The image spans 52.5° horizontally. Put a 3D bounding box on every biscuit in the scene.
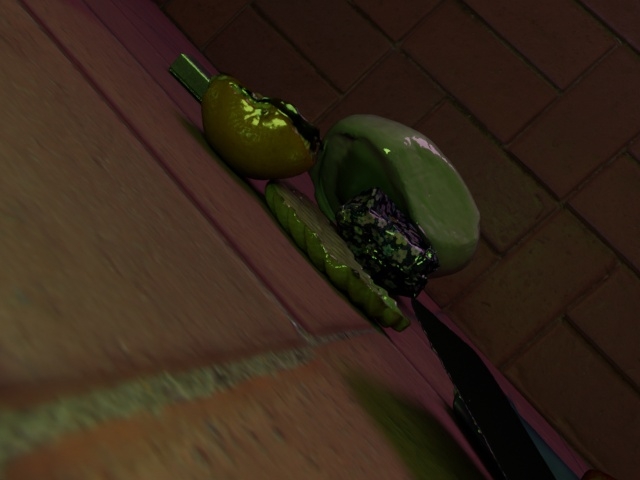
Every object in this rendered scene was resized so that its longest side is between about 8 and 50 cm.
[{"bbox_3d":[0.000,0.000,0.830,0.187,0.036,0.273,42,8,-41],"label":"biscuit"}]

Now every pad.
[{"bbox_3d":[0.142,0.216,0.431,0.315,0.063,0.375,41,18,-54],"label":"pad"}]

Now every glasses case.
[{"bbox_3d":[-0.181,-0.246,1.169,0.205,0.047,0.071,46,10,-9],"label":"glasses case"}]

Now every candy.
[{"bbox_3d":[0.150,-0.081,1.359,0.386,0.186,0.427,48,-23,0],"label":"candy"}]

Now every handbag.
[{"bbox_3d":[0.115,0.009,1.156,0.208,0.127,0.228,52,-2,0],"label":"handbag"}]

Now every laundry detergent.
[{"bbox_3d":[0.200,0.214,0.684,0.096,0.061,0.206,33,11,-31],"label":"laundry detergent"}]

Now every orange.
[{"bbox_3d":[-0.080,-0.134,0.815,0.160,0.112,0.170,29,-9,-36],"label":"orange"}]

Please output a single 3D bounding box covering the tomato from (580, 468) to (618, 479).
[{"bbox_3d":[0.365,0.352,0.745,0.174,0.082,0.166,34,-16,29],"label":"tomato"}]
